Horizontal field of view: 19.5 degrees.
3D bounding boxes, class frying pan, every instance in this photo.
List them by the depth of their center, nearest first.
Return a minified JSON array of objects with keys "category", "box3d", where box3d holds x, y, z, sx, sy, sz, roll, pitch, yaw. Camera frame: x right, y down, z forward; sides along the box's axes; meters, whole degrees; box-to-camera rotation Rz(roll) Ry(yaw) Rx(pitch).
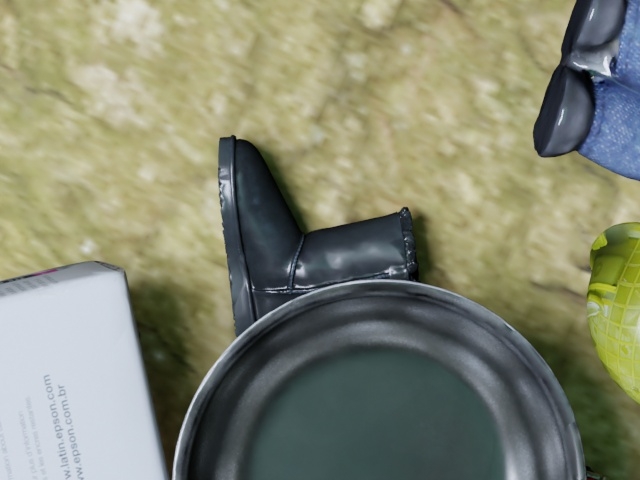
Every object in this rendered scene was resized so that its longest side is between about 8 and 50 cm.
[{"category":"frying pan","box3d":[-0.018,0.162,0.884,0.197,0.053,0.326,45,87,-4]}]

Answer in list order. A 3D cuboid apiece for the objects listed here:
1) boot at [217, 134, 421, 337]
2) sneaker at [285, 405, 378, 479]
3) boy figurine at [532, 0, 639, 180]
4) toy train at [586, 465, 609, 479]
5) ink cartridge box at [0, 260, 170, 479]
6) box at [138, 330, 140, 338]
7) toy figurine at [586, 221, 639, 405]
[{"category":"boot","box3d":[0.000,0.000,0.972,0.099,0.045,0.121,-6,101,4]},{"category":"sneaker","box3d":[-0.001,0.195,0.963,0.145,0.090,0.270,-41,95,-1]},{"category":"boy figurine","box3d":[0.259,-0.060,0.939,0.285,0.092,0.177,14,94,-1]},{"category":"toy train","box3d":[0.125,0.130,0.983,0.158,0.036,0.027,15,95,0]},{"category":"ink cartridge box","box3d":[-0.221,0.202,0.881,0.330,0.071,0.324,-13,99,-17]},{"category":"box","box3d":[-0.201,0.189,0.984,0.201,0.057,0.293,3,95,-1]},{"category":"toy figurine","box3d":[0.222,0.178,0.877,0.362,0.191,0.217,44,74,-1]}]
